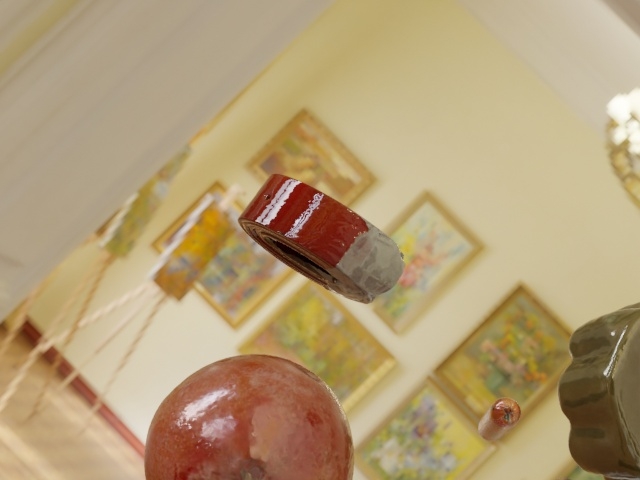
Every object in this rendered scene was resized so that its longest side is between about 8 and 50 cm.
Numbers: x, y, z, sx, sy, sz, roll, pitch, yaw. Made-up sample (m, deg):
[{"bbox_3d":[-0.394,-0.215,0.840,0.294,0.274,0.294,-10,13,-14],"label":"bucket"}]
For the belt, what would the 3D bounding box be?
[{"bbox_3d":[0.000,0.000,2.266,0.324,0.115,0.227,27,-13,34],"label":"belt"}]

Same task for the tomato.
[{"bbox_3d":[-0.086,0.268,1.549,0.265,0.265,0.265,46,-3,3],"label":"tomato"}]

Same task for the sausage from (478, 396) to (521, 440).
[{"bbox_3d":[0.313,0.319,2.221,0.053,0.053,0.348,45,-8,12],"label":"sausage"}]

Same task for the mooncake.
[{"bbox_3d":[0.617,0.295,2.353,0.378,0.378,0.201,47,-26,-14],"label":"mooncake"}]

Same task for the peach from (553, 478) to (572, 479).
[{"bbox_3d":[0.359,0.390,1.866,0.083,0.083,0.083,46,-3,3],"label":"peach"}]
